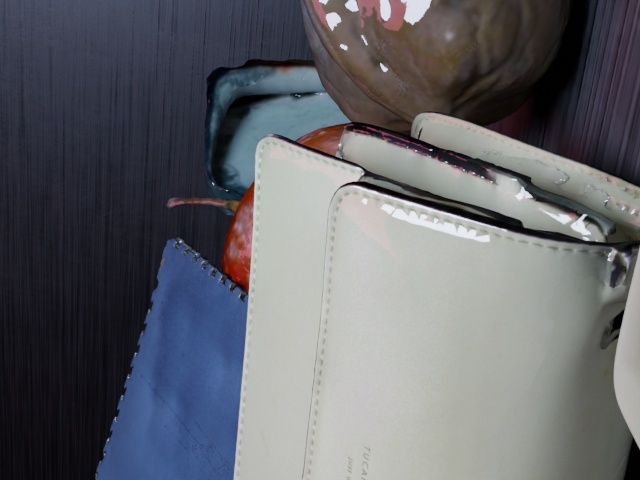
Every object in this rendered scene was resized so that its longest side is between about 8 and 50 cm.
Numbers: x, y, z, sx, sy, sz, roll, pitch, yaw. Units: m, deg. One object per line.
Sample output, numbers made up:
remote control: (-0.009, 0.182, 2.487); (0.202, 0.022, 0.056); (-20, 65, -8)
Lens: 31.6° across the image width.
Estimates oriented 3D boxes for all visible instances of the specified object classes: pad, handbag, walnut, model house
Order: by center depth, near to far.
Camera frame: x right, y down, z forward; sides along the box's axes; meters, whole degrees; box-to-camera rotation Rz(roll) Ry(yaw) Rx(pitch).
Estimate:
handbag: (0.065, 0.125, 0.670); (0.237, 0.160, 0.358); (25, 118, 43)
walnut: (0.079, -0.176, 0.806); (0.224, 0.224, 0.224); (-176, 90, -85)
pad: (-0.110, 0.152, 0.873); (0.269, 0.012, 0.269); (34, 107, 59)
model house: (0.010, -0.046, 1.234); (0.291, 0.253, 0.184); (90, 180, -62)

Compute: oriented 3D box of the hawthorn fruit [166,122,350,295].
hawthorn fruit: (0.032, 0.018, 0.896); (0.235, 0.263, 0.231); (125, 151, -48)

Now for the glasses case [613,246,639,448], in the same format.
glasses case: (0.171, -0.047, 0.361); (0.131, 0.070, 0.313); (-98, 12, -64)
